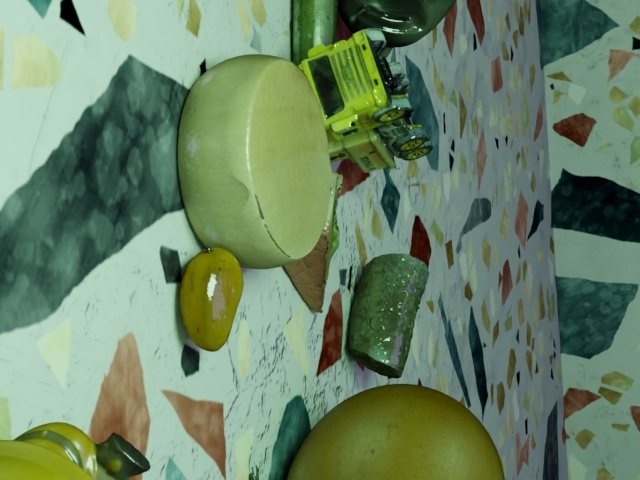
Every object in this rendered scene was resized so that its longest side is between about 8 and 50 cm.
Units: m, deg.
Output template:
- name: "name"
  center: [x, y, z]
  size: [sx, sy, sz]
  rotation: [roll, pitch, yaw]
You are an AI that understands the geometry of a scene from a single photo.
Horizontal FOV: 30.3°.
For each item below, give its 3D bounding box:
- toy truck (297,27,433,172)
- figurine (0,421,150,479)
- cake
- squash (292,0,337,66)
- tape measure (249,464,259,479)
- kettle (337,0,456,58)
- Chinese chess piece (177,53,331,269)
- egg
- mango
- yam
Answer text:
- name: "toy truck"
  center: [0.048, -0.171, 1.583]
  size: [0.272, 0.157, 0.124]
  rotation: [38, 32, -72]
- name: "figurine"
  center: [-0.229, 0.222, 0.868]
  size: [0.167, 0.192, 0.257]
  rotation: [53, 7, -14]
- name: "cake"
  center: [-0.021, -0.002, 1.583]
  size: [0.225, 0.090, 0.109]
  rotation: [90, 8, -59]
- name: "squash"
  center: [-0.007, -0.324, 1.609]
  size: [0.066, 0.066, 0.229]
  rotation: [12, 78, -68]
- name: "tape measure"
  center: [-0.097, 0.359, 1.300]
  size: [0.330, 0.084, 0.164]
  rotation: [-67, 153, -44]
- name: "kettle"
  center: [0.105, -0.399, 1.738]
  size: [0.321, 0.228, 0.324]
  rotation: [117, -10, -56]
- name: "Chinese chess piece"
  center: [-0.074, -0.091, 1.374]
  size: [0.251, 0.097, 0.251]
  rotation: [-3, 90, -69]
- name: "egg"
  center: [0.092, 0.341, 1.511]
  size: [0.351, 0.282, 0.282]
  rotation: [-57, 140, -55]
- name: "mango"
  center: [-0.120, 0.064, 1.291]
  size: [0.080, 0.060, 0.114]
  rotation: [19, 74, -64]
- name: "yam"
  center: [0.096, 0.115, 1.788]
  size: [0.107, 0.107, 0.183]
  rotation: [58, 39, -52]
